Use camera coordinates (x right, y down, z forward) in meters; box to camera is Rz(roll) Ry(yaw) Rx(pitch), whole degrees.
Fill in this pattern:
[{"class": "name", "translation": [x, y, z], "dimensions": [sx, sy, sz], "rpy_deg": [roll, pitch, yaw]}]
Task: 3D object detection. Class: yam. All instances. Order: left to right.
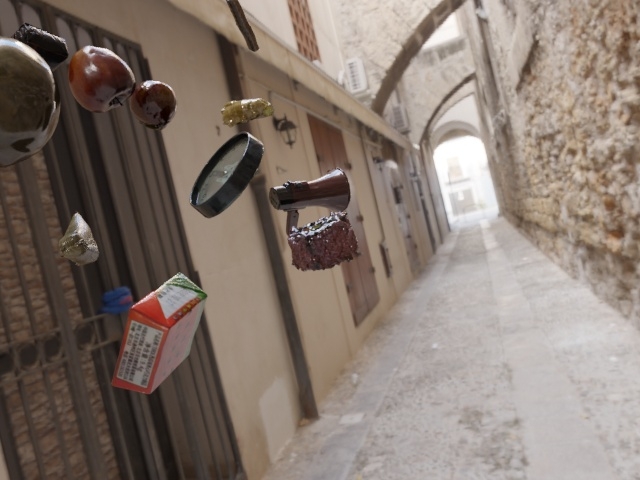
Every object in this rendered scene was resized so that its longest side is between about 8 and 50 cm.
[{"class": "yam", "translation": [-0.306, -0.853, 2.153], "dimensions": [0.056, 0.057, 0.241], "rpy_deg": [-13, -41, 14]}]

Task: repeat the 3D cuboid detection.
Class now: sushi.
[{"class": "sushi", "translation": [0.000, 0.000, 2.088], "dimensions": [0.270, 0.171, 0.236], "rpy_deg": [-22, 21, -15]}]

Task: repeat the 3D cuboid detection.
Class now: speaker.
[{"class": "speaker", "translation": [-0.067, -0.172, 2.335], "dimensions": [0.329, 0.198, 0.259], "rpy_deg": [-14, -23, -25]}]

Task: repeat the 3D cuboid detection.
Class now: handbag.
[{"class": "handbag", "translation": [-1.063, -0.683, 1.997], "dimensions": [0.215, 0.155, 0.169], "rpy_deg": [-27, -13, 24]}]

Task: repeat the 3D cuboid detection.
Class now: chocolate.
[{"class": "chocolate", "translation": [-0.590, 0.351, 2.032], "dimensions": [0.161, 0.360, 0.341], "rpy_deg": [24, 22, 7]}]

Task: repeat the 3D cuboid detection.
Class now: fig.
[{"class": "fig", "translation": [-0.675, -0.547, 2.227], "dimensions": [0.205, 0.205, 0.205], "rpy_deg": [-13, 1, 0]}]

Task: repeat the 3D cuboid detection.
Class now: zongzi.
[{"class": "zongzi", "translation": [-0.826, -0.022, 1.839], "dimensions": [0.099, 0.198, 0.194], "rpy_deg": [-16, -7, -10]}]

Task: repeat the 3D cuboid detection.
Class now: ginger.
[{"class": "ginger", "translation": [-0.268, -0.444, 1.884], "dimensions": [0.205, 0.081, 0.115], "rpy_deg": [3, 25, 29]}]

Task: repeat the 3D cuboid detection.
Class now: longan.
[{"class": "longan", "translation": [-0.966, -0.406, 1.611], "dimensions": [0.404, 0.405, 0.336], "rpy_deg": [-13, -11, 4]}]

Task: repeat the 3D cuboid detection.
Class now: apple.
[{"class": "apple", "translation": [-0.800, -0.590, 2.004], "dimensions": [0.233, 0.234, 0.234], "rpy_deg": [-13, 1, 0]}]

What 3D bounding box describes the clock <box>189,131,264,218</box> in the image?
[{"class": "clock", "translation": [-0.381, -0.268, 2.185], "dimensions": [0.076, 0.386, 0.386], "rpy_deg": [38, -31, -30]}]
